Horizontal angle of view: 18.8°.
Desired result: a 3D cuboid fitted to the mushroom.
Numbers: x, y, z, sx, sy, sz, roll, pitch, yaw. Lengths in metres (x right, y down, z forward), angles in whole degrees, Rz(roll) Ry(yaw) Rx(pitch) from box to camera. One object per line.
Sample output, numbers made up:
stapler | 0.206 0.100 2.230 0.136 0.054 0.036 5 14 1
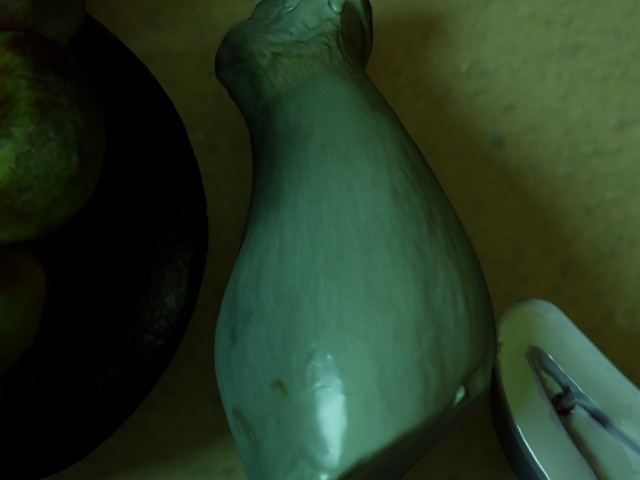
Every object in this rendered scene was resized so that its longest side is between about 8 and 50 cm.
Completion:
mushroom | 0.000 0.000 0.678 0.093 0.116 0.225 -1 61 -20

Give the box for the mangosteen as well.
mangosteen | -0.136 -0.007 0.662 0.209 0.210 0.210 -1 73 3

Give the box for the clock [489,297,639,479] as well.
clock | 0.168 0.131 0.667 0.275 0.080 0.290 -38 76 -9
